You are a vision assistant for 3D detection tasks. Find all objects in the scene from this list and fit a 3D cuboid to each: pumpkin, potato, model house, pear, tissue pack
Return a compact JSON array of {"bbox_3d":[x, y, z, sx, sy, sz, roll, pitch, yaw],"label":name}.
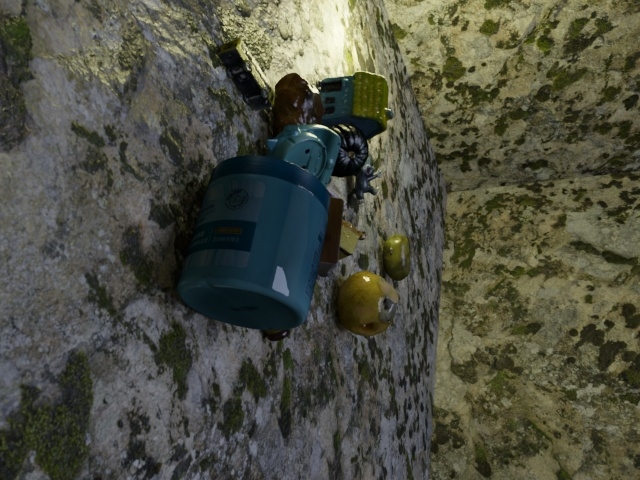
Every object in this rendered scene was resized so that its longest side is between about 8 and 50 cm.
[{"bbox_3d":[0.088,-0.361,2.026,0.221,0.162,0.220,-12,117,-25],"label":"pumpkin"},{"bbox_3d":[0.404,0.090,2.677,0.197,0.149,0.228,-88,171,-70],"label":"potato"},{"bbox_3d":[0.155,-0.553,2.111,0.215,0.303,0.237,51,40,-60],"label":"model house"},{"bbox_3d":[0.187,0.262,2.116,0.271,0.271,0.271,-5,90,-65],"label":"pear"},{"bbox_3d":[-0.022,-0.022,1.740,0.136,0.160,0.246,124,-26,-65],"label":"tissue pack"}]

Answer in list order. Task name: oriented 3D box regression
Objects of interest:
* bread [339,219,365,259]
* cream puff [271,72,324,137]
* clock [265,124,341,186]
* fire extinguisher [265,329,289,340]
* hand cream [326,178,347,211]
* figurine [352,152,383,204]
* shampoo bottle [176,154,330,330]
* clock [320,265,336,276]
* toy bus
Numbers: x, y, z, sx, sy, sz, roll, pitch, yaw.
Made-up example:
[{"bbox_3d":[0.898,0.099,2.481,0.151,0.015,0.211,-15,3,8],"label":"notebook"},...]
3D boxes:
[{"bbox_3d":[0.086,-0.008,2.096,0.152,0.127,0.147,41,52,-21],"label":"bread"},{"bbox_3d":[-0.077,-0.443,1.749,0.241,0.155,0.268,-49,131,-56],"label":"cream puff"},{"bbox_3d":[-0.072,-0.267,1.671,0.274,0.094,0.223,-9,127,-39],"label":"clock"},{"bbox_3d":[-0.164,0.181,1.569,0.106,0.075,0.252,-107,-178,-71],"label":"fire extinguisher"},{"bbox_3d":[0.070,-0.186,2.152,0.142,0.053,0.084,57,33,-19],"label":"hand cream"},{"bbox_3d":[0.200,-0.299,2.337,0.193,0.140,0.265,1,98,-42],"label":"figurine"},{"bbox_3d":[-0.161,0.019,1.285,0.331,0.331,0.342,49,44,-51],"label":"shampoo bottle"},{"bbox_3d":[0.000,0.000,1.918,0.186,0.083,0.253,43,48,-54],"label":"clock"},{"bbox_3d":[-0.224,-0.500,1.544,0.226,0.081,0.074,51,37,-45],"label":"toy bus"}]
